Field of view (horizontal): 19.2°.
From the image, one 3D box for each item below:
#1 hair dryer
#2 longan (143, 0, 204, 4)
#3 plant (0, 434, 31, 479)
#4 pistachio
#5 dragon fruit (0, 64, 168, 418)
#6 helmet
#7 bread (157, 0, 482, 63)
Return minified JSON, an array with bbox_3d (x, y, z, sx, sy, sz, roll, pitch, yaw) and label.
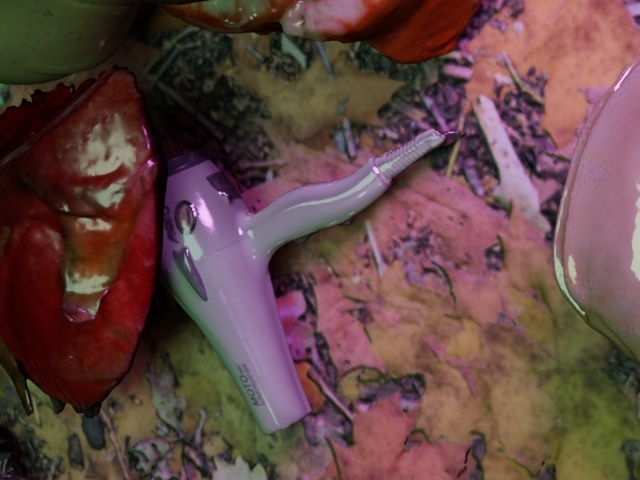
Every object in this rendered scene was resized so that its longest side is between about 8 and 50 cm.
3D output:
[{"bbox_3d":[-0.006,0.036,1.460,0.267,0.092,0.229,-4,101,24],"label":"hair dryer"},{"bbox_3d":[-0.099,-0.281,1.226,0.258,0.258,0.258,5,100,32],"label":"longan"},{"bbox_3d":[-0.287,0.202,1.673,0.102,0.051,0.051,45,118,20],"label":"plant"},{"bbox_3d":[0.231,-0.014,1.265,0.152,0.126,0.223,-5,90,0],"label":"pistachio"},{"bbox_3d":[-0.233,0.013,1.529,0.343,0.100,0.282,-13,92,54],"label":"dragon fruit"},{"bbox_3d":[-0.209,-0.210,1.510,0.137,0.257,0.204,20,125,-9],"label":"helmet"},{"bbox_3d":[-0.018,-0.292,1.386,0.328,0.114,0.295,15,105,32],"label":"bread"}]
